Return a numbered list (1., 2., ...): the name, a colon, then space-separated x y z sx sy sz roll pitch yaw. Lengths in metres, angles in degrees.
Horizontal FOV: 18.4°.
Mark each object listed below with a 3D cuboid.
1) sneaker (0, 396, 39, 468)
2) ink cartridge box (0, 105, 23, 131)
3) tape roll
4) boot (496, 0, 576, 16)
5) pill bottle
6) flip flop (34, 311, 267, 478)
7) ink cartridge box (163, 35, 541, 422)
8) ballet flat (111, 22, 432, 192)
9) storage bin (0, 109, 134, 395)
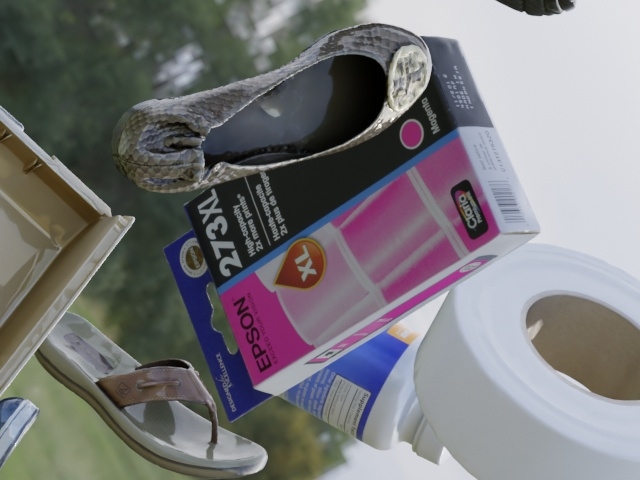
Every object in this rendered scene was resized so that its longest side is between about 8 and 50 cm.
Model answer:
1. sneaker: -0.331 0.145 1.532 0.163 0.226 0.086 45 39 -11
2. ink cartridge box: -0.489 -0.059 2.252 0.273 0.197 0.114 -11 -39 41
3. tape roll: 0.234 0.131 1.821 0.286 0.286 0.100 58 -45 38
4. boot: 0.105 -0.279 1.425 0.247 0.161 0.083 24 -16 -24
5. pill bottle: 0.054 0.162 2.420 0.272 0.152 0.152 27 -16 14
6. flip flop: -0.169 0.144 1.965 0.277 0.080 0.112 37 22 20
7. ink cartridge box: 0.000 0.000 1.625 0.069 0.371 0.175 -3 65 -48
8. ballet flat: -0.018 -0.082 1.275 0.058 0.250 0.084 21 -59 49
9. storage bin: -0.341 -0.018 1.757 0.262 0.260 0.123 44 -31 -15
